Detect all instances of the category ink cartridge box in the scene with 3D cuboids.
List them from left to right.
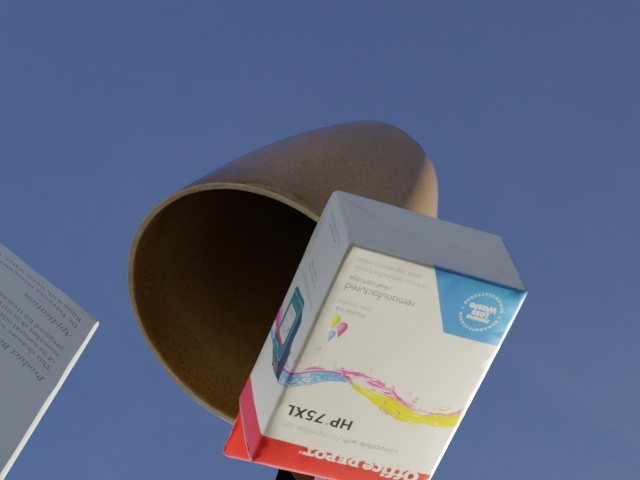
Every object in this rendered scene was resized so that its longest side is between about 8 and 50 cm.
[{"bbox_3d":[0.031,0.093,1.152,0.134,0.078,0.231,15,-64,-17],"label":"ink cartridge box"}]

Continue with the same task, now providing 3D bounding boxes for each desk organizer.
[{"bbox_3d":[-0.018,0.207,1.517,0.047,0.130,0.050,16,-101,7],"label":"desk organizer"}]

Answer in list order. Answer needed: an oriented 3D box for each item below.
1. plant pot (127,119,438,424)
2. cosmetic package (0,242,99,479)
[{"bbox_3d":[0.000,0.000,1.414,0.237,0.254,0.237,14,-55,20],"label":"plant pot"},{"bbox_3d":[-0.312,0.126,1.010,0.217,0.385,0.156,40,-59,-8],"label":"cosmetic package"}]
